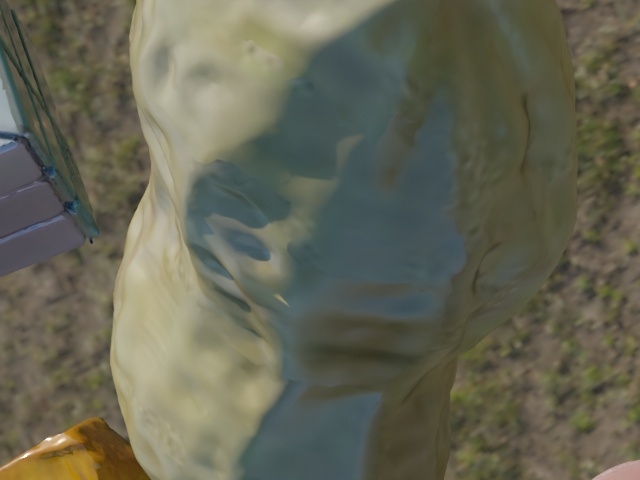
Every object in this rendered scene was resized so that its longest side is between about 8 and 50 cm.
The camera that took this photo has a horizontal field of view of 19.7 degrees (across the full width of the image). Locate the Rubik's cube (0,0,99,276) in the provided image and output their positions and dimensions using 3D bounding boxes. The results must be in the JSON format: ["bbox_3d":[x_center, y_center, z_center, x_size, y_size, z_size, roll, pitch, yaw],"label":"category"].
[{"bbox_3d":[-0.336,-0.091,1.492,0.224,0.221,0.231,71,177,-66],"label":"Rubik's cube"}]

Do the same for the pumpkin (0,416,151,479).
[{"bbox_3d":[-0.099,0.215,0.841,0.290,0.095,0.258,13,82,5],"label":"pumpkin"}]

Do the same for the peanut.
[{"bbox_3d":[0.000,0.000,0.612,0.149,0.149,0.313,41,140,24],"label":"peanut"}]

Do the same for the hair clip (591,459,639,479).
[{"bbox_3d":[0.212,0.192,1.205,0.138,0.123,0.102,48,168,35],"label":"hair clip"}]
